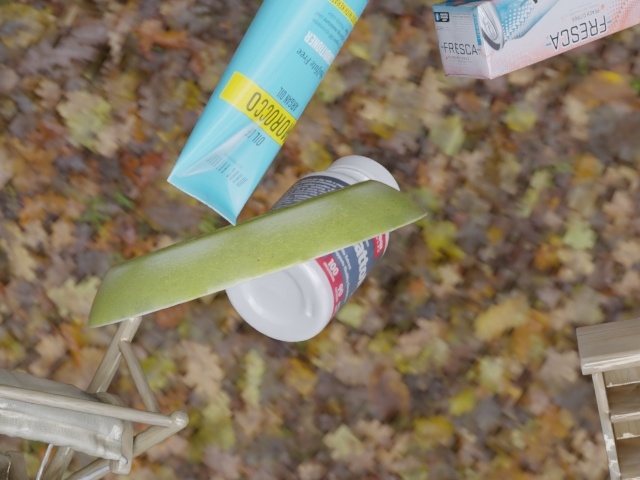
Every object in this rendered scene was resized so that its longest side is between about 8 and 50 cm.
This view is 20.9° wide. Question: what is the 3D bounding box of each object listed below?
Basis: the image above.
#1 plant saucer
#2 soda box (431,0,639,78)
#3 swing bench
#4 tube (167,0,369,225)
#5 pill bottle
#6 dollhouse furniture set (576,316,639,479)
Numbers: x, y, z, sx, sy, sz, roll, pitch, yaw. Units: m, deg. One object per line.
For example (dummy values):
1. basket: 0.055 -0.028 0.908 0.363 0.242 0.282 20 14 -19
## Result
1. plant saucer: -0.047 0.004 1.170 0.241 0.241 0.037 -18 91 -20
2. soda box: 0.179 -0.184 1.404 0.183 0.058 0.063 -23 109 -33
3. swing bench: -0.316 0.181 1.690 0.253 0.165 0.255 17 123 -43
4. tube: -0.014 -0.109 0.930 0.207 0.052 0.080 -60 147 -4
5. pill bottle: 0.000 0.000 1.570 0.180 0.108 0.108 -49 126 -46
6. dollhouse furniture set: 0.362 0.277 1.647 0.362 0.394 0.256 -10 119 10
